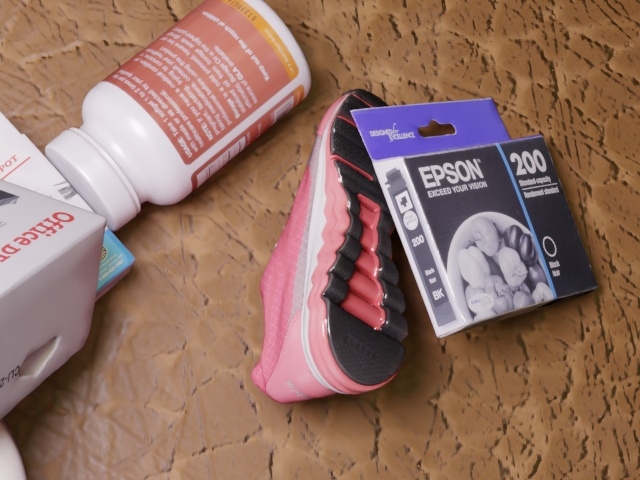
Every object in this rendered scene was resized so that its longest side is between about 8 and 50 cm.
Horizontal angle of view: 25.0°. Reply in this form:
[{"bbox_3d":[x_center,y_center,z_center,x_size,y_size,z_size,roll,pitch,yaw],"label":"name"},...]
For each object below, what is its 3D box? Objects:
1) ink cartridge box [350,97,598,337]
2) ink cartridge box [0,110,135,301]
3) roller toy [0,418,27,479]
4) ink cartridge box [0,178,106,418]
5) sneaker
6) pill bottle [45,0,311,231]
[{"bbox_3d":[0.139,-0.033,1.258,0.206,0.045,0.208,-12,77,-47],"label":"ink cartridge box"},{"bbox_3d":[-0.254,-0.013,1.207,0.104,0.060,0.180,-41,88,-17],"label":"ink cartridge box"},{"bbox_3d":[-0.318,0.193,1.099,0.209,0.146,0.191,-19,92,-13],"label":"roller toy"},{"bbox_3d":[-0.323,0.018,1.067,0.272,0.197,0.114,20,114,11],"label":"ink cartridge box"},{"bbox_3d":[0.000,0.000,1.235,0.116,0.136,0.314,36,46,-30],"label":"sneaker"},{"bbox_3d":[-0.122,-0.109,1.227,0.216,0.121,0.121,-41,88,-18],"label":"pill bottle"}]
